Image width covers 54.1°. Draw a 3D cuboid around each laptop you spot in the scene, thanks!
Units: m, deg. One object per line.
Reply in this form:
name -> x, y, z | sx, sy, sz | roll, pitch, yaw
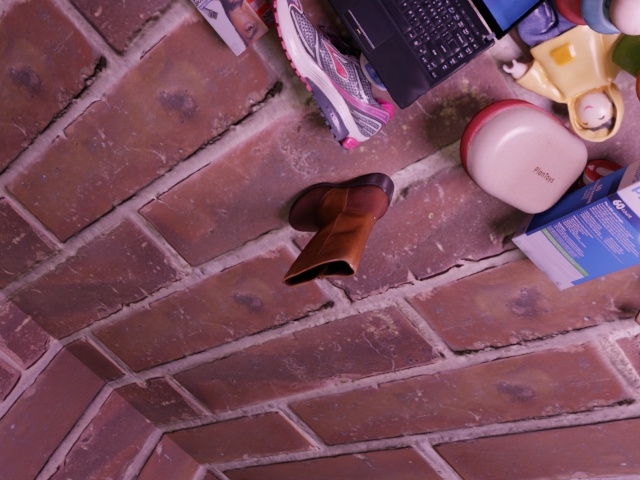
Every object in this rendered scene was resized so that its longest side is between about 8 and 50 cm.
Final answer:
laptop -> 0.150, -0.353, 0.861 | 0.264, 0.136, 0.234 | -33, 91, 17

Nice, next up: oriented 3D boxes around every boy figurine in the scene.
boy figurine -> 0.359, -0.268, 0.919 | 0.177, 0.092, 0.285 | -16, 117, 34

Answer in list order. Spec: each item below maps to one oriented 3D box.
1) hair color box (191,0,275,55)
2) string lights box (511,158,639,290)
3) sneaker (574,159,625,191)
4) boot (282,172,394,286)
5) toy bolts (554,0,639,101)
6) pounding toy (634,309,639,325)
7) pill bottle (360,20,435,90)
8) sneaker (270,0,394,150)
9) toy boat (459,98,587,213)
hair color box -> -0.161, -0.415, 1.077 | 0.093, 0.053, 0.167 | -25, 116, 40
string lights box -> 0.455, -0.020, 1.011 | 0.133, 0.077, 0.259 | 45, 146, -7
sneaker -> 0.532, -0.044, 1.055 | 0.221, 0.087, 0.128 | 30, 146, 17
boot -> 0.000, 0.000, 1.208 | 0.264, 0.280, 0.096 | -8, 125, 33
toy bolts -> 0.430, -0.279, 0.760 | 0.228, 0.158, 0.218 | 24, 119, -17
pounding toy -> 0.669, 0.097, 1.044 | 0.154, 0.155, 0.270 | 28, 137, 8
pill bottle -> 0.136, -0.306, 1.005 | 0.137, 0.078, 0.078 | -27, 114, 41
sneaker -> 0.014, -0.305, 1.061 | 0.112, 0.121, 0.299 | -30, 114, 10
toy boat -> 0.311, -0.151, 1.021 | 0.231, 0.151, 0.151 | 19, 116, -40
